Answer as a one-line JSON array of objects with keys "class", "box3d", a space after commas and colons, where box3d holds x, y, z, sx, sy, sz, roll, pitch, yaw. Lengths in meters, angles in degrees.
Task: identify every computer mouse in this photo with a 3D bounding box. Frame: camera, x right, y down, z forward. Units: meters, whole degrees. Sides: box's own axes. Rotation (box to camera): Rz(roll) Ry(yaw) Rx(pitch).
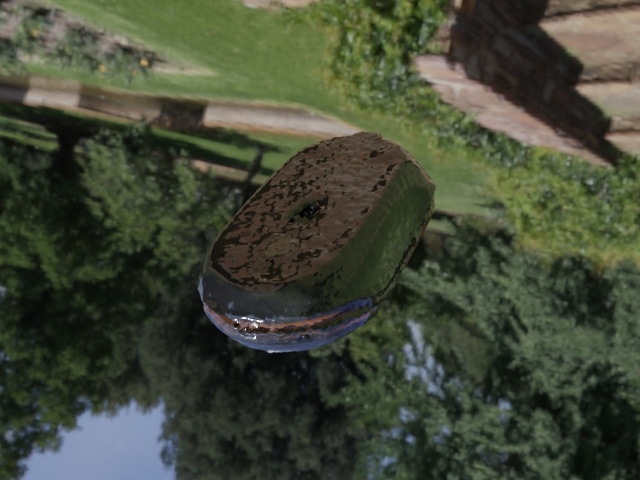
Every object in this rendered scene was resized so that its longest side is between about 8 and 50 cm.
[{"class": "computer mouse", "box3d": [0.000, 0.004, 0.912, 0.182, 0.116, 0.323, 12, -140, 24]}]
